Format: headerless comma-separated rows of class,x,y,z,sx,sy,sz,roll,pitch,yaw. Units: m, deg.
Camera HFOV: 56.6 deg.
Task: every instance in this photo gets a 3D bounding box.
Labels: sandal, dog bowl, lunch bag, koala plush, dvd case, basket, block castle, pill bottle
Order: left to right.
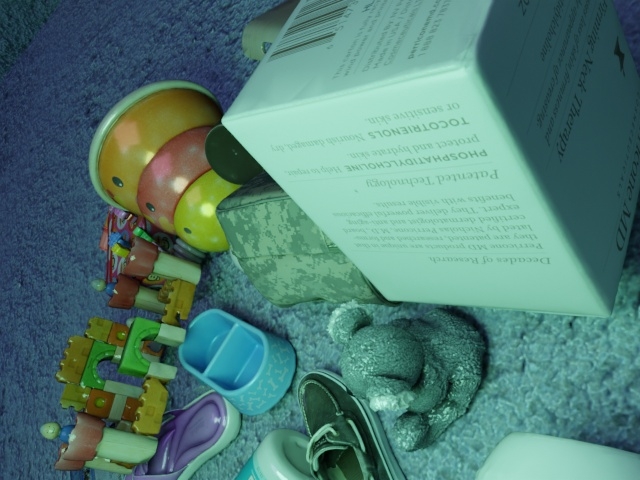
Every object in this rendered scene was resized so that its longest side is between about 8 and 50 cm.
dvd case,-0.556,0.593,1.497,0.253,0.022,0.180,-45,48,23
block castle,-0.429,0.246,1.256,0.303,0.212,0.453,-43,33,54
lunch bag,-0.484,0.007,1.581,0.258,0.120,0.293,-30,57,39
sandal,-0.332,0.446,1.273,0.416,0.102,0.169,-47,48,20
dog bowl,-0.179,0.231,1.194,0.297,0.074,0.166,17,70,46
basket,-0.124,-0.220,1.202,0.204,0.154,0.227,-20,23,31
pill bottle,-0.098,0.462,1.011,0.264,0.146,0.146,-55,46,13
lunch bag,0.000,0.000,1.028,0.305,0.212,0.256,-5,114,41
koala plush,0.110,0.176,0.859,0.203,0.221,0.196,-45,49,23

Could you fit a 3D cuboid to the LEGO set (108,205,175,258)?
LEGO set,-0.452,0.000,1.402,0.227,0.093,0.087,38,90,29

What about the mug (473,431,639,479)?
mug,0.304,0.387,0.595,0.374,0.276,0.328,8,71,15

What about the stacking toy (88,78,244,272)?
stacking toy,-0.242,-0.096,1.289,0.480,0.350,0.351,42,106,28

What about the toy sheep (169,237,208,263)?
toy sheep,-0.309,0.015,1.424,0.091,0.091,0.132,30,91,46

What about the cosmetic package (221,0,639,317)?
cosmetic package,0.170,-0.150,0.741,0.327,0.394,0.329,-1,54,44

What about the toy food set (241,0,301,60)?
toy food set,0.021,-0.429,1.172,0.306,0.092,0.219,-38,40,-21

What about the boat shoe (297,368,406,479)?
boat shoe,0.039,0.333,0.944,0.121,0.119,0.335,-53,46,16

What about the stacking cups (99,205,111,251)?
stacking cups,-0.557,-0.117,1.723,0.096,0.096,0.316,21,96,46
